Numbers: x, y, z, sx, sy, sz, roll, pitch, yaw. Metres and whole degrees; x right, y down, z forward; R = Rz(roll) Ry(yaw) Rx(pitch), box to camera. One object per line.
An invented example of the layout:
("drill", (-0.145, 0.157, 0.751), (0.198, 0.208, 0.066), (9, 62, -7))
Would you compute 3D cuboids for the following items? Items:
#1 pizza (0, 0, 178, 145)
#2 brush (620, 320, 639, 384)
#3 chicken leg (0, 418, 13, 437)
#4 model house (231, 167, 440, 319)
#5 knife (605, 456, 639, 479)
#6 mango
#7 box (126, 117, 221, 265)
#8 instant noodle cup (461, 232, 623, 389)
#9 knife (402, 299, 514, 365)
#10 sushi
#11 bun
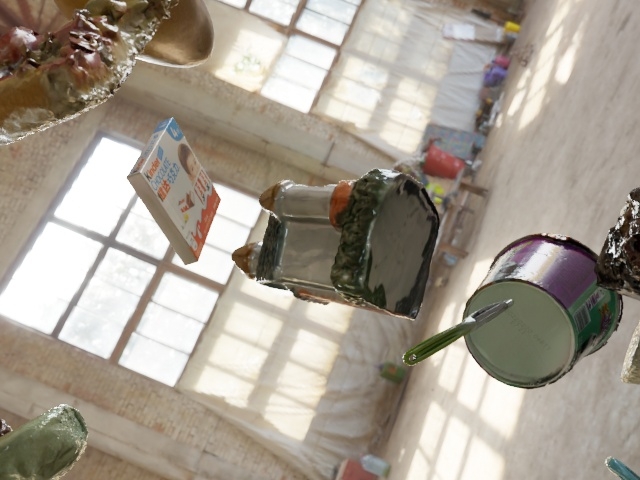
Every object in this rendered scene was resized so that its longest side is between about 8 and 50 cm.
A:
("pizza", (-0.369, -0.264, 0.971), (0.439, 0.130, 0.406), (-2, 41, 43))
("brush", (0.655, 0.155, 1.217), (0.267, 0.166, 0.174), (-61, -25, -12))
("chicken leg", (-0.746, 0.487, 1.653), (0.219, 0.048, 0.090), (99, 153, -57))
("model house", (0.000, 0.000, 1.040), (0.271, 0.300, 0.190), (25, -108, -63))
("knife", (0.544, 0.426, 1.103), (0.031, 0.222, 0.064), (-50, -6, 0))
("mango", (-0.342, -0.454, 1.303), (0.221, 0.264, 0.378), (-51, -28, 7))
("box", (-0.343, -0.122, 1.671), (0.273, 0.048, 0.265), (-81, -31, -52))
("instant noodle cup", (0.371, 0.129, 1.195), (0.190, 0.251, 0.251), (-25, -37, -52))
("knife", (0.179, 0.116, 0.895), (0.184, 0.022, 0.026), (-23, -11, -25))
("sushi", (0.481, -0.011, 0.951), (0.172, 0.153, 0.150), (-65, -23, -10))
("bun", (-0.484, 0.361, 1.121), (0.221, 0.108, 0.221), (-29, -3, -2))
